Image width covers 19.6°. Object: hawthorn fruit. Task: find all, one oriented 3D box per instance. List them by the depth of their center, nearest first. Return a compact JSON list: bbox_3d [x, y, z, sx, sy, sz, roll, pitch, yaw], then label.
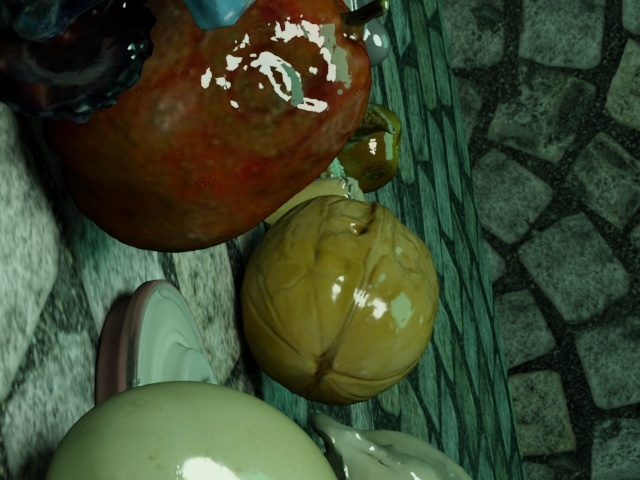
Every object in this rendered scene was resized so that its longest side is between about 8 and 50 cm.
[{"bbox_3d":[-0.068,-0.111,1.302,0.224,0.261,0.224,-16,90,-81],"label":"hawthorn fruit"}]

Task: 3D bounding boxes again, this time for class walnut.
[{"bbox_3d":[0.021,0.054,1.793,0.226,0.193,0.193,-59,141,-54],"label":"walnut"}]

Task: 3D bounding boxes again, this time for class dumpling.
[{"bbox_3d":[0.091,0.312,1.967,0.243,0.187,0.318,26,42,-88],"label":"dumpling"}]

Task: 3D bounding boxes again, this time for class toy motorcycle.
[{"bbox_3d":[-0.136,-0.286,1.173,0.172,0.232,0.416,11,70,-75],"label":"toy motorcycle"}]

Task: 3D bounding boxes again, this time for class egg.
[{"bbox_3d":[-0.083,0.186,1.202,0.253,0.188,0.188,44,38,-54],"label":"egg"}]

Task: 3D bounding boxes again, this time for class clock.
[{"bbox_3d":[-0.110,0.150,1.426,0.244,0.056,0.244,-8,90,-78],"label":"clock"}]

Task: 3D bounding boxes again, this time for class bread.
[{"bbox_3d":[0.000,-0.001,1.948,0.082,0.106,0.125,15,68,-77],"label":"bread"}]

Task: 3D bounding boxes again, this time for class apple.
[{"bbox_3d":[0.052,-0.116,2.296,0.099,0.102,0.114,64,22,-60],"label":"apple"}]

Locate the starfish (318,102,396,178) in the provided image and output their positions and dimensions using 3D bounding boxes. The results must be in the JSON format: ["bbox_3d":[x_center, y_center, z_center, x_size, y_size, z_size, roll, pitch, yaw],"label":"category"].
[{"bbox_3d":[0.003,-0.121,2.016,0.347,0.078,0.358,173,-96,-72],"label":"starfish"}]

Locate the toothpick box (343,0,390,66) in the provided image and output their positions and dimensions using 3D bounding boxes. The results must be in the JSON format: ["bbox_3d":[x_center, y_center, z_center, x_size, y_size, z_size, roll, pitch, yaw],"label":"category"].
[{"bbox_3d":[-0.058,-0.245,1.532,0.229,0.229,0.316,-33,114,-78],"label":"toothpick box"}]
